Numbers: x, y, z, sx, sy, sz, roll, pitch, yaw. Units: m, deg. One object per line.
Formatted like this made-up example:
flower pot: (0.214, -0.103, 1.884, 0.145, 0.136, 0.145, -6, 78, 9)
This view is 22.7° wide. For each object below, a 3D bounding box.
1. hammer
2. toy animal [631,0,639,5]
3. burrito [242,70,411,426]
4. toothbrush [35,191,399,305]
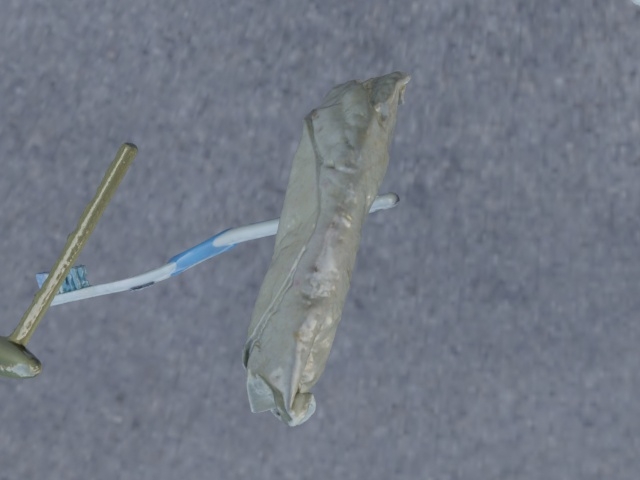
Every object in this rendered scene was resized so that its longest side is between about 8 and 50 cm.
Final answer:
hammer: (-0.173, 0.011, 1.123, 0.028, 0.195, 0.060, 39, 158, -33)
toy animal: (0.400, -0.291, 1.372, 0.363, 0.181, 0.180, -45, 99, -4)
burrito: (0.000, 0.000, 1.132, 0.059, 0.275, 0.082, 26, 159, -26)
toothbrush: (-0.103, 0.011, 1.514, 0.386, 0.040, 0.040, -13, 127, 21)
